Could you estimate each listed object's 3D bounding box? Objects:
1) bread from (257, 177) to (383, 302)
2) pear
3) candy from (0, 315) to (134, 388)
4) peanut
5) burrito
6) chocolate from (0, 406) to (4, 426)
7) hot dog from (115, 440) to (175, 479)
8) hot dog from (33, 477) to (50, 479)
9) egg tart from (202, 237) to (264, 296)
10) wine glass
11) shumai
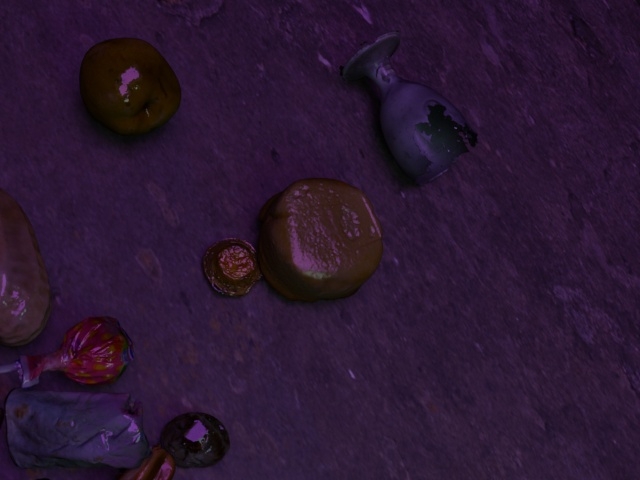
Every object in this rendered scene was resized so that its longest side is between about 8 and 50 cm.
[{"bbox_3d":[0.000,0.000,1.500,0.270,0.148,0.269,8,69,-22],"label":"bread"},{"bbox_3d":[-0.384,-0.308,1.448,0.200,0.200,0.199,9,66,-20],"label":"pear"},{"bbox_3d":[-0.472,0.197,1.177,0.366,0.124,0.124,-2,68,-48],"label":"candy"},{"bbox_3d":[-0.570,0.025,1.248,0.174,0.158,0.339,-22,72,2],"label":"peanut"},{"bbox_3d":[-0.392,0.310,1.177,0.229,0.089,0.143,-2,101,7],"label":"burrito"},{"bbox_3d":[-0.578,0.293,1.199,0.101,0.031,0.064,23,66,-14],"label":"chocolate"},{"bbox_3d":[-0.327,0.450,1.201,0.269,0.072,0.109,-59,138,-37],"label":"hot dog"},{"bbox_3d":[-0.536,0.510,1.088,0.326,0.107,0.194,-20,87,-37],"label":"hot dog"},{"bbox_3d":[-0.171,0.050,1.461,0.131,0.052,0.130,10,62,-19],"label":"egg tart"},{"bbox_3d":[0.207,-0.303,1.695,0.191,0.190,0.357,-27,76,-29],"label":"wine glass"},{"bbox_3d":[-0.215,0.350,1.295,0.124,0.087,0.098,4,66,-23],"label":"shumai"}]
